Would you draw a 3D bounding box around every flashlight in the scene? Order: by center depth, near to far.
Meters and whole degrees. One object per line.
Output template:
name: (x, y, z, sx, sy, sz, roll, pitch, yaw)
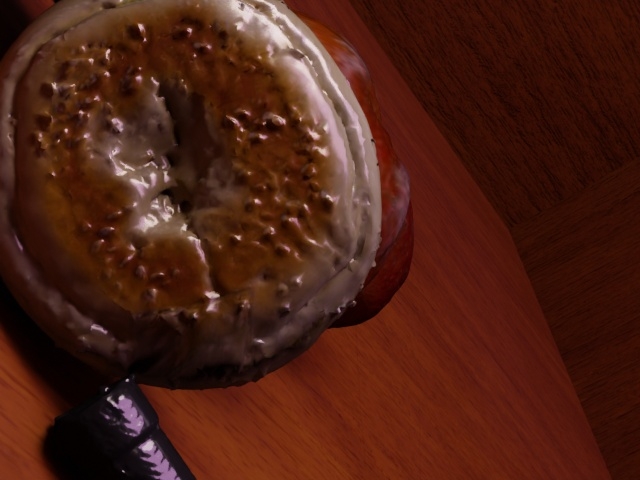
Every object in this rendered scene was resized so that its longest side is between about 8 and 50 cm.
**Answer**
flashlight: (-0.091, 0.198, 0.930, 0.232, 0.093, 0.093, 59, 13, -2)

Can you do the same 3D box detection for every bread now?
bread: (-0.105, -0.041, 1.008, 0.305, 0.305, 0.159, 59, -13, -5)

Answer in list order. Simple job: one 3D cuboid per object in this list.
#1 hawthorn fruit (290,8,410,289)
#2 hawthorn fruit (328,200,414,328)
hawthorn fruit: (-0.053, -0.069, 1.222, 0.284, 0.284, 0.284, 55, 14, -21)
hawthorn fruit: (0.000, 0.000, 1.471, 0.215, 0.215, 0.250, -103, -173, -50)
